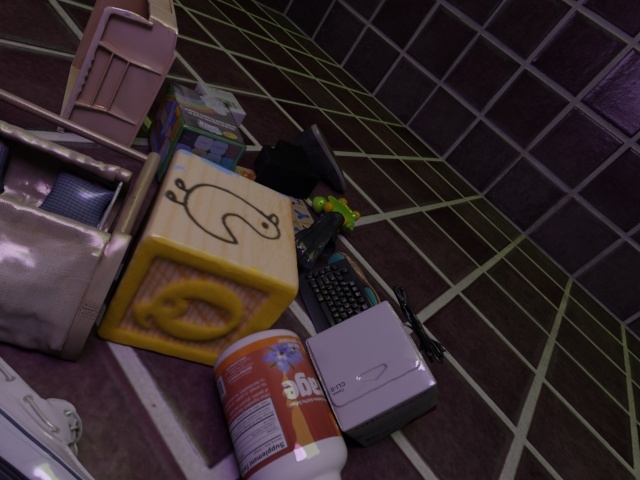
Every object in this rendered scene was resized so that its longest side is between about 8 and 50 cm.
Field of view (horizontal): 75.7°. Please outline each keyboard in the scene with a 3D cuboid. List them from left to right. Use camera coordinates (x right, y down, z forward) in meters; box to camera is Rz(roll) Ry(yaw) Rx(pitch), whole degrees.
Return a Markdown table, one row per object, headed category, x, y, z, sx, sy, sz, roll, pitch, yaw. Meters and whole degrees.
| category | x | y | z | sx | sy | sz | roll | pitch | yaw |
| --- | --- | --- | --- | --- | --- | --- | --- | --- | --- |
| keyboard | 0.100 | 0.158 | 0.737 | 0.202 | 0.033 | 0.317 | -16 | 55 | -18 |

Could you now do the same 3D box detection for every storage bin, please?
| category | x | y | z | sx | sy | sz | roll | pitch | yaw |
| --- | --- | --- | --- | --- | --- | --- | --- | --- | --- |
| storage bin | -0.383 | -0.356 | 0.789 | 0.123 | 0.260 | 0.262 | 19 | 35 | -37 |

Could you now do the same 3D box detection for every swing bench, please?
| category | x | y | z | sx | sy | sz | roll | pitch | yaw |
| --- | --- | --- | --- | --- | --- | --- | --- | --- | --- |
| swing bench | -0.353 | -0.033 | 0.465 | 0.253 | 0.165 | 0.254 | 23 | 33 | -25 |

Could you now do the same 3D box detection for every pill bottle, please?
| category | x | y | z | sx | sy | sz | roll | pitch | yaw |
| --- | --- | --- | --- | --- | --- | --- | --- | --- | --- |
| pill bottle | -0.043 | 0.225 | 0.489 | 0.121 | 0.121 | 0.216 | 8 | 42 | -42 |

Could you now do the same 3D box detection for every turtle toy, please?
| category | x | y | z | sx | sy | sz | roll | pitch | yaw |
| --- | --- | --- | --- | --- | --- | --- | --- | --- | --- |
| turtle toy | 0.033 | -0.068 | 1.033 | 0.130 | 0.066 | 0.095 | 46 | 30 | 14 |

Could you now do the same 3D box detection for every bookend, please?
| category | x | y | z | sx | sy | sz | roll | pitch | yaw |
| --- | --- | --- | --- | --- | --- | --- | --- | --- | --- |
| bookend | -0.103 | -0.193 | 1.033 | 0.157 | 0.072 | 0.156 | 12 | 37 | -37 |

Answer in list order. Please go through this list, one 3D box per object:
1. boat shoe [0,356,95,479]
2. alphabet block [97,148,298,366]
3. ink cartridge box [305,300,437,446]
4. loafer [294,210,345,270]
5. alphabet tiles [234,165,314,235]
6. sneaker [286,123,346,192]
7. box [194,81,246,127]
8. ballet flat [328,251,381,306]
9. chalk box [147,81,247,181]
| category | x | y | z | sx | sy | sz | roll | pitch | yaw |
| --- | --- | --- | --- | --- | --- | --- | --- | --- | --- |
| boat shoe | -0.254 | 0.173 | 0.367 | 0.226 | 0.083 | 0.076 | 39 | 31 | 4 |
| alphabet block | -0.158 | 0.028 | 0.566 | 0.193 | 0.193 | 0.197 | 21 | 34 | -24 |
| ink cartridge box | 0.077 | 0.192 | 0.579 | 0.127 | 0.128 | 0.176 | 62 | -3 | 34 |
| loafer | 0.000 | 0.000 | 0.881 | 0.078 | 0.076 | 0.223 | 46 | 35 | 3 |
| alphabet tiles | -0.151 | -0.076 | 0.901 | 0.343 | 0.011 | 0.285 | 9 | 41 | -40 |
| sneaker | -0.012 | -0.217 | 1.194 | 0.222 | 0.118 | 0.083 | 57 | 16 | -29 |
| box | -0.265 | -0.325 | 1.043 | 0.101 | 0.087 | 0.102 | 2 | 45 | -46 |
| ballet flat | 0.085 | 0.109 | 0.847 | 0.067 | 0.073 | 0.206 | 24 | 33 | -50 |
| chalk box | -0.242 | -0.183 | 0.809 | 0.133 | 0.132 | 0.213 | 12 | 39 | -39 |
